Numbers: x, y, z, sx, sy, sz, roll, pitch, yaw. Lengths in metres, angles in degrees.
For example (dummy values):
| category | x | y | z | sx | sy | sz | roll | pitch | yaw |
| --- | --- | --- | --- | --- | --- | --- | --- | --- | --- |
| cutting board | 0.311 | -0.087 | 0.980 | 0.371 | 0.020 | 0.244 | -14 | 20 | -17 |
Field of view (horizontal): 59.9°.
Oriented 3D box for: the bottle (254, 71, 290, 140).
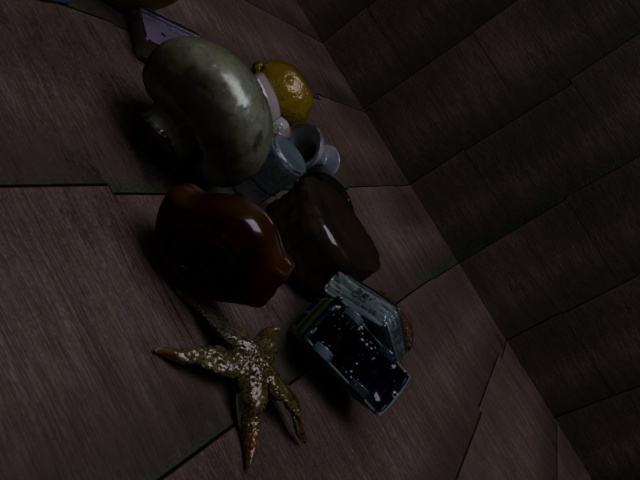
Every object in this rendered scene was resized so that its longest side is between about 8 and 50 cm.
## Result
| category | x | y | z | sx | sy | sz | roll | pitch | yaw |
| --- | --- | --- | --- | --- | --- | --- | --- | --- | --- |
| bottle | -0.178 | -0.380 | 1.710 | 0.236 | 0.148 | 0.147 | 58 | 22 | -17 |

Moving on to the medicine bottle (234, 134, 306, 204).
| category | x | y | z | sx | sy | sz | roll | pitch | yaw |
| --- | --- | --- | --- | --- | --- | --- | --- | --- | --- |
| medicine bottle | -0.141 | -0.185 | 1.481 | 0.135 | 0.168 | 0.135 | 43 | 26 | -27 |

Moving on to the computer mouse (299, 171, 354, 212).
| category | x | y | z | sx | sy | sz | roll | pitch | yaw |
| --- | --- | --- | --- | --- | --- | --- | --- | --- | --- |
| computer mouse | 0.034 | -0.140 | 1.764 | 0.170 | 0.100 | 0.269 | 44 | 5 | -32 |

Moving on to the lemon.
| category | x | y | z | sx | sy | sz | roll | pitch | yaw |
| --- | --- | --- | --- | --- | --- | --- | --- | --- | --- |
| lemon | -0.134 | -0.483 | 1.844 | 0.260 | 0.204 | 0.204 | 49 | 24 | -17 |

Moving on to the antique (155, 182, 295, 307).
| category | x | y | z | sx | sy | sz | roll | pitch | yaw |
| --- | --- | --- | --- | --- | --- | --- | --- | --- | --- |
| antique | -0.188 | 0.014 | 1.050 | 0.278 | 0.223 | 0.129 | 43 | 30 | -6 |

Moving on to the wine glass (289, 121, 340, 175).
| category | x | y | z | sx | sy | sz | roll | pitch | yaw |
| --- | --- | --- | --- | --- | --- | --- | --- | --- | --- |
| wine glass | -0.032 | -0.291 | 1.872 | 0.196 | 0.165 | 0.164 | 26 | 37 | -64 |

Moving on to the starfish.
| category | x | y | z | sx | sy | sz | roll | pitch | yaw |
| --- | --- | --- | --- | --- | --- | --- | --- | --- | --- |
| starfish | -0.146 | 0.246 | 1.041 | 0.358 | 0.078 | 0.347 | 23 | 43 | -53 |

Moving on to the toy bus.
| category | x | y | z | sx | sy | sz | roll | pitch | yaw |
| --- | --- | --- | --- | --- | --- | --- | --- | --- | --- |
| toy bus | 0.063 | 0.262 | 1.299 | 0.276 | 0.133 | 0.165 | 50 | -18 | -17 |

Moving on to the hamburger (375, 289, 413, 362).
| category | x | y | z | sx | sy | sz | roll | pitch | yaw |
| --- | --- | --- | --- | --- | --- | --- | --- | --- | --- |
| hamburger | 0.203 | 0.258 | 1.674 | 0.231 | 0.107 | 0.231 | 44 | 19 | -19 |

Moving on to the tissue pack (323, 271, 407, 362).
| category | x | y | z | sx | sy | sz | roll | pitch | yaw |
| --- | --- | --- | --- | --- | --- | --- | --- | --- | --- |
| tissue pack | 0.119 | 0.200 | 1.386 | 0.185 | 0.081 | 0.257 | 30 | -21 | 29 |

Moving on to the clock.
| category | x | y | z | sx | sy | sz | roll | pitch | yaw |
| --- | --- | --- | --- | --- | --- | --- | --- | --- | --- |
| clock | -0.403 | -0.522 | 1.490 | 0.192 | 0.071 | 0.146 | 12 | 48 | -45 |

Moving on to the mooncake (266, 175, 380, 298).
| category | x | y | z | sx | sy | sz | roll | pitch | yaw |
| --- | --- | --- | --- | --- | --- | --- | --- | --- | --- |
| mooncake | 0.000 | -0.001 | 1.503 | 0.324 | 0.187 | 0.324 | 45 | 23 | -25 |

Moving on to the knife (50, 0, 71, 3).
| category | x | y | z | sx | sy | sz | roll | pitch | yaw |
| --- | --- | --- | --- | --- | --- | --- | --- | --- | --- |
| knife | -0.636 | -0.527 | 1.145 | 0.044 | 0.019 | 0.313 | 49 | 23 | 2 |

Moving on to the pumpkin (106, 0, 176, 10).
| category | x | y | z | sx | sy | sz | roll | pitch | yaw |
| --- | --- | --- | --- | --- | --- | --- | --- | --- | --- |
| pumpkin | -0.478 | -0.728 | 1.377 | 0.332 | 0.332 | 0.199 | 30 | 47 | -47 |

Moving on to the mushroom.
| category | x | y | z | sx | sy | sz | roll | pitch | yaw |
| --- | --- | --- | --- | --- | --- | --- | --- | --- | --- |
| mushroom | -0.256 | -0.278 | 1.246 | 0.352 | 0.260 | 0.352 | 44 | -20 | 21 |
